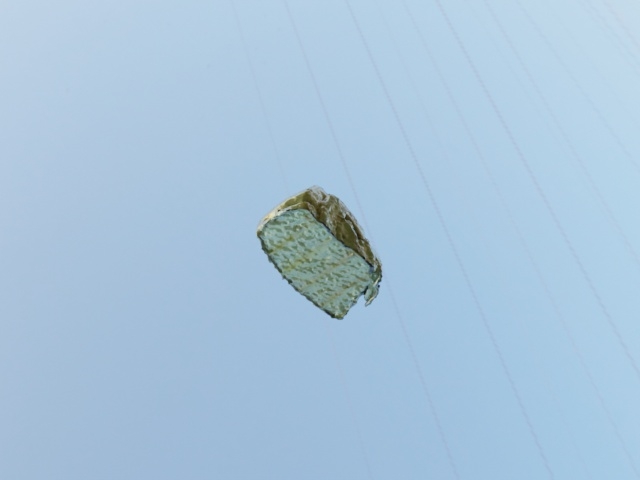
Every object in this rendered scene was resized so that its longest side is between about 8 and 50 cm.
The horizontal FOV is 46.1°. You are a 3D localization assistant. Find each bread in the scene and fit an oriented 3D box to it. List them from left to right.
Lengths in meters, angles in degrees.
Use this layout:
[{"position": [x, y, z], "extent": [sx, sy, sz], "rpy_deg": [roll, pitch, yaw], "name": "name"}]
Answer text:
[{"position": [0.003, 0.003, 0.885], "extent": [0.156, 0.103, 0.110], "rpy_deg": [50, -159, -20], "name": "bread"}]
